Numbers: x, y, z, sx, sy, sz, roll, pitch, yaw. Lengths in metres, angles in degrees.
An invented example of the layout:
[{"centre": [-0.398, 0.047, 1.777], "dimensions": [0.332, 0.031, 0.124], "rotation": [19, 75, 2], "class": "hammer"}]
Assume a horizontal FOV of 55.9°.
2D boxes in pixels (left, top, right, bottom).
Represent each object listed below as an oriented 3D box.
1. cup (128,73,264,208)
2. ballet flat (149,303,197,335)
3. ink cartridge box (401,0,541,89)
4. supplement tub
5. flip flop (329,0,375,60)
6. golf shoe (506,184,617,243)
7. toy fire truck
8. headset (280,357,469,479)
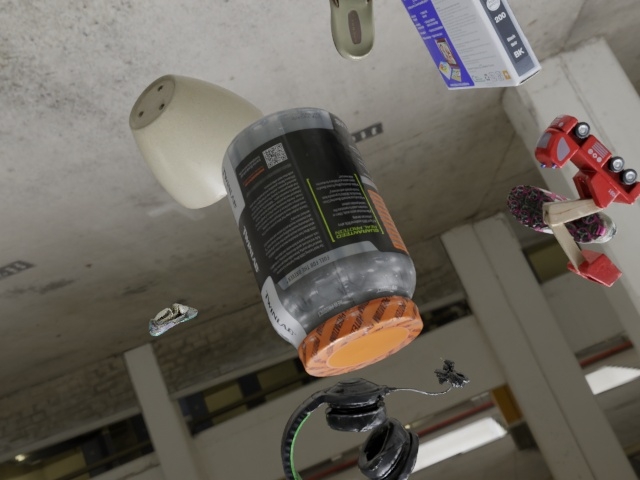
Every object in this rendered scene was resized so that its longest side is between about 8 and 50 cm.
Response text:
[{"centre": [-0.339, -0.282, 1.536], "dimensions": [0.331, 0.331, 0.237], "rotation": [-28, 138, 21], "class": "cup"}, {"centre": [-0.282, 0.144, 1.163], "dimensions": [0.041, 0.041, 0.114], "rotation": [-35, 175, 41], "class": "ballet flat"}, {"centre": [0.173, -0.296, 0.785], "dimensions": [0.045, 0.208, 0.206], "rotation": [-36, -163, -2], "class": "ink cartridge box"}, {"centre": [0.000, 0.000, 0.785], "dimensions": [0.193, 0.316, 0.194], "rotation": [-17, 152, -9], "class": "supplement tub"}, {"centre": [0.051, -0.479, 1.134], "dimensions": [0.112, 0.277, 0.080], "rotation": [-14, -162, -9], "class": "flip flop"}, {"centre": [0.400, -0.040, 1.010], "dimensions": [0.086, 0.186, 0.068], "rotation": [4, 110, -44], "class": "golf shoe"}, {"centre": [0.329, -0.049, 0.763], "dimensions": [0.135, 0.192, 0.047], "rotation": [-50, -170, 1], "class": "toy fire truck"}, {"centre": [0.110, 0.372, 1.181], "dimensions": [0.394, 0.243, 0.185], "rotation": [-35, -178, -11], "class": "headset"}]
